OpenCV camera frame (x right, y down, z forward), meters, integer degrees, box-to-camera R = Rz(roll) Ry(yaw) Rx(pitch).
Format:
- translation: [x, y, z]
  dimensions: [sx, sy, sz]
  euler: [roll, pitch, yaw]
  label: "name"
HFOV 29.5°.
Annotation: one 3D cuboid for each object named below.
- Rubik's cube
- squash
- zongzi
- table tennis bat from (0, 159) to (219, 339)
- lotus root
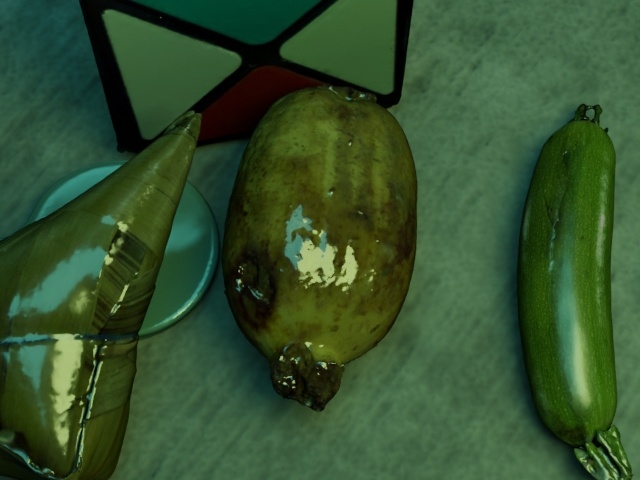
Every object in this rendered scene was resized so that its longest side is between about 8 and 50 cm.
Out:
- translation: [-0.071, -0.244, 0.959]
  dimensions: [0.250, 0.248, 0.246]
  euler: [-11, 64, -3]
  label: "Rubik's cube"
- translation: [0.189, 0.025, 0.915]
  dimensions: [0.080, 0.071, 0.318]
  euler: [2, 65, 3]
  label: "squash"
- translation: [-0.241, 0.019, 0.884]
  dimensions: [0.260, 0.123, 0.289]
  euler: [12, 85, 9]
  label: "zongzi"
- translation: [-0.202, 0.009, 0.964]
  dimensions: [0.244, 0.040, 0.153]
  euler: [-4, 69, -2]
  label: "table tennis bat"
- translation: [0.000, 0.000, 0.908]
  dimensions: [0.145, 0.128, 0.260]
  euler: [8, 67, -4]
  label: "lotus root"
